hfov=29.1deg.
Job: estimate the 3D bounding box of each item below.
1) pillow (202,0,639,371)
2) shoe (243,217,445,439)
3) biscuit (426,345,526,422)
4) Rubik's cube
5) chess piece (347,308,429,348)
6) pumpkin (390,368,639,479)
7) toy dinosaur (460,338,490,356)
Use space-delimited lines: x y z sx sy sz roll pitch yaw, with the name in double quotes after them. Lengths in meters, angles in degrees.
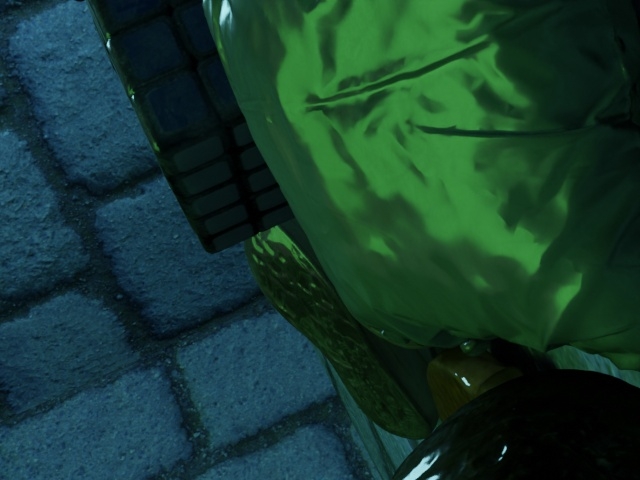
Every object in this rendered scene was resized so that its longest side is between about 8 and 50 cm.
0.068 -0.069 0.649 0.283 0.138 0.310 -4 111 57 "pillow"
0.057 0.061 1.352 0.124 0.159 0.316 -7 122 52 "shoe"
0.222 0.268 1.149 0.385 0.062 0.365 64 172 -1 "biscuit"
-0.041 -0.161 0.934 0.237 0.237 0.238 63 174 18 "Rubik's cube"
0.090 0.046 1.159 0.261 0.143 0.143 70 175 -75 "chess piece"
0.172 0.184 0.699 0.325 0.242 0.232 54 -158 -28 "pumpkin"
0.117 -0.040 0.835 0.294 0.077 0.162 107 145 -59 "toy dinosaur"
